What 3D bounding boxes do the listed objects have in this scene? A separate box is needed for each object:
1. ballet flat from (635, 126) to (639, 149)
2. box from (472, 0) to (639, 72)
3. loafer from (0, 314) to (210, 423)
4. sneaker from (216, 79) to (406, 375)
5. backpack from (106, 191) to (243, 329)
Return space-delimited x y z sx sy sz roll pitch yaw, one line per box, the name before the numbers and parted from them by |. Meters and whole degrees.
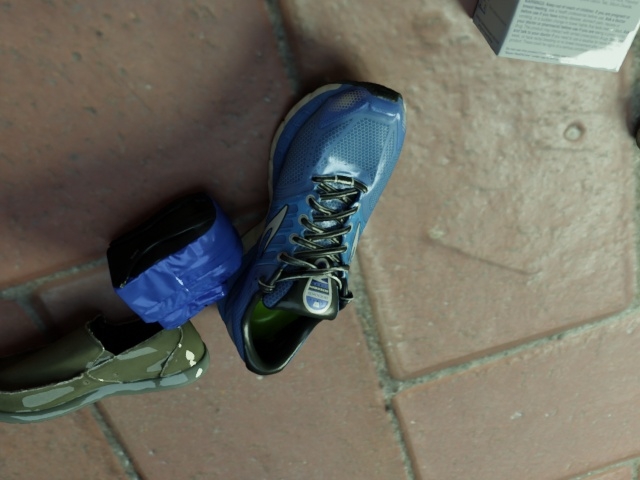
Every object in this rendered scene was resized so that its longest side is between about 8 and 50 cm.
ballet flat | 0.434 -0.087 1.011 0.213 0.068 0.072 7 126 -21
box | 0.221 -0.230 0.834 0.126 0.072 0.137 4 128 -18
loafer | -0.245 0.118 0.986 0.251 0.094 0.087 -12 119 -12
sneaker | 0.000 0.000 0.911 0.130 0.147 0.330 11 124 -23
backpack | -0.133 0.017 0.922 0.120 0.098 0.101 -36 127 3
